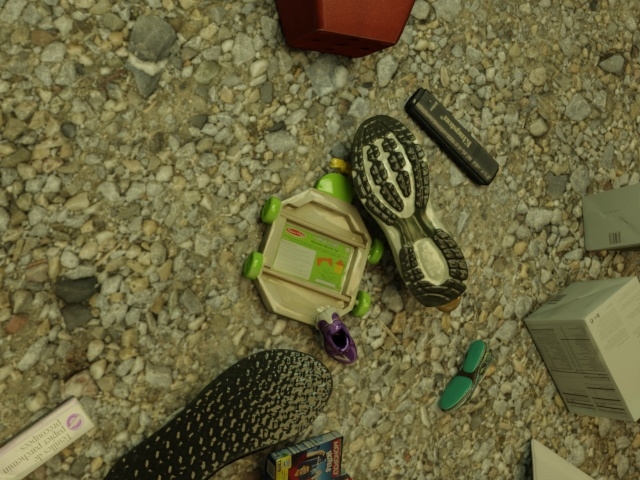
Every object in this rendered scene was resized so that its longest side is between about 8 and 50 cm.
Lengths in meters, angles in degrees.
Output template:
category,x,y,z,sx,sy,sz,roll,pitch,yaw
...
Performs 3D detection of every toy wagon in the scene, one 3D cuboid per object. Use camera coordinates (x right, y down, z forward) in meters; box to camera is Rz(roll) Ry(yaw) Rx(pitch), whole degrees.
category,x,y,z,sx,sy,sz,roll,pitch,yaw
toy wagon,0.000,0.000,1.348,0.267,0.068,0.344,22,74,-21

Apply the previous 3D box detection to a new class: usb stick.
category,x,y,z,sx,sy,sz,roll,pitch,yaw
usb stick,0.311,-0.240,1.531,0.278,0.045,0.077,43,69,-13

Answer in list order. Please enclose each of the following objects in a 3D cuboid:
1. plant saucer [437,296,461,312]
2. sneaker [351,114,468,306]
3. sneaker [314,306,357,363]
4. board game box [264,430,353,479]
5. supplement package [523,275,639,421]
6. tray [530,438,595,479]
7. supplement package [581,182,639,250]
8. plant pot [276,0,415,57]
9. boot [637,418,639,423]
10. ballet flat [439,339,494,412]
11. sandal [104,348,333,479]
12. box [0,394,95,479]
category,x,y,z,sx,sy,sz,roll,pitch,yaw
plant saucer,0.289,0.122,1.490,0.084,0.015,0.083,3,82,-24
sneaker,0.170,-0.061,1.384,0.158,0.182,0.410,-20,92,0
sneaker,0.036,0.205,1.302,0.068,0.071,0.170,-32,137,-3
board game box,-0.017,0.451,1.252,0.194,0.060,0.194,-10,115,-32
supplement package,0.660,0.250,1.538,0.199,0.198,0.262,-30,95,-25
tray,0.580,0.587,1.526,0.270,0.030,0.145,35,40,-16
supplement package,0.809,-0.053,1.648,0.203,0.194,0.149,1,83,-24
plant pot,0.051,-0.518,1.347,0.267,0.267,0.235,2,94,-24
boot,0.825,0.344,1.579,0.090,0.248,0.206,3,79,-7
ballet flat,0.334,0.314,1.461,0.070,0.070,0.188,41,72,-14
sandal,-0.184,0.344,1.203,0.446,0.107,0.167,-30,79,-11
box,-0.527,0.376,1.063,0.324,0.067,0.063,-35,98,-23
